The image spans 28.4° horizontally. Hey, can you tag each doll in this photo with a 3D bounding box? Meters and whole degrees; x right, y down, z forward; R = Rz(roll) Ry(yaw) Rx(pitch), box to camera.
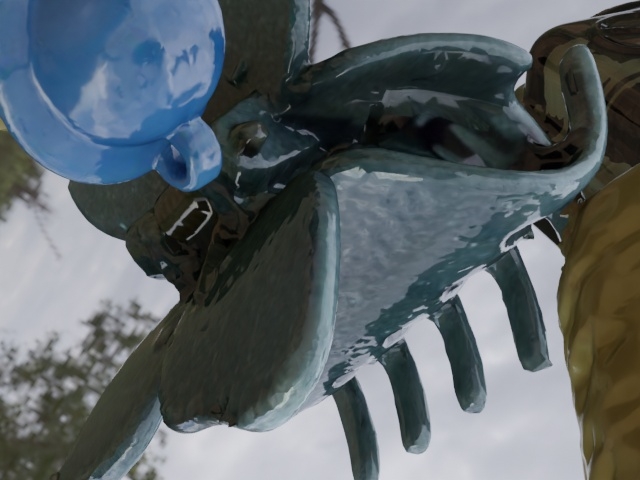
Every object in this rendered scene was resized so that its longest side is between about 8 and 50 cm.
[{"bbox_3d":[-0.178,-0.141,0.538,0.145,0.363,0.199,-44,168,-27],"label":"doll"}]

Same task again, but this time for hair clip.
[{"bbox_3d":[0.000,0.000,0.752,0.318,0.238,0.392,-47,-141,42],"label":"hair clip"}]

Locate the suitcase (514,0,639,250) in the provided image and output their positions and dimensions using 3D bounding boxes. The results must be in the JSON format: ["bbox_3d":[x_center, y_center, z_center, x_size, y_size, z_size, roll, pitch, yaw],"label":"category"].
[{"bbox_3d":[0.319,-0.074,0.928,0.339,0.351,0.194,-130,-147,-52],"label":"suitcase"}]

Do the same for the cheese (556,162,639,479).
[{"bbox_3d":[0.125,0.049,0.317,0.123,0.094,0.167,-18,-145,14],"label":"cheese"}]
